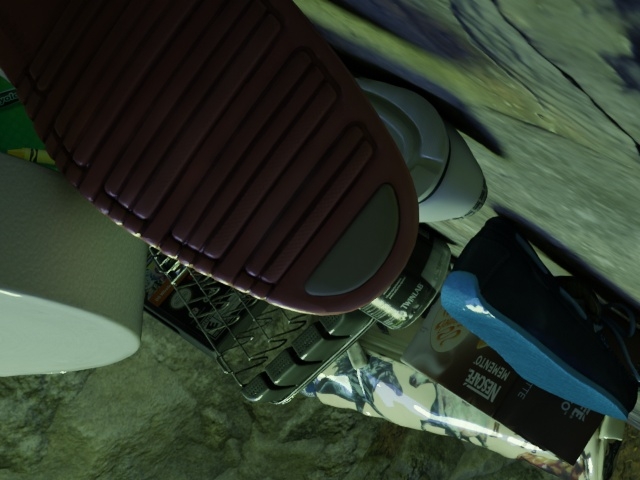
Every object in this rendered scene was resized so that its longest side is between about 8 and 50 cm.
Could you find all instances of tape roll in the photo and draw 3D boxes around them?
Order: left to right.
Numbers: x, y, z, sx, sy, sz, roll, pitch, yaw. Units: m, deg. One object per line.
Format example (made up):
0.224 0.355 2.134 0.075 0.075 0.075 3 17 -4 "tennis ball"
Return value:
-0.290 0.015 0.763 0.392 0.072 0.392 2 166 0 "tape roll"

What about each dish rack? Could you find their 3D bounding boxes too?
-0.079 0.043 1.607 0.271 0.208 0.074 54 -152 15 "dish rack"

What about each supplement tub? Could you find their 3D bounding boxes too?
0.038 0.005 1.489 0.190 0.117 0.117 33 178 -11 "supplement tub"

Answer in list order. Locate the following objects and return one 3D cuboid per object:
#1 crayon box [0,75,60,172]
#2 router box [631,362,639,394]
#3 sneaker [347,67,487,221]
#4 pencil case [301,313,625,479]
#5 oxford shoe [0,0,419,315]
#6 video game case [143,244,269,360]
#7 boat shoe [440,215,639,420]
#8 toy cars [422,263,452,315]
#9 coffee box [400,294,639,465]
-0.194 -0.124 1.126 0.081 0.165 0.278 32 178 -2 "crayon box"
0.323 0.132 1.354 0.122 0.038 0.092 32 178 -3 "router box"
-0.009 -0.072 0.806 0.235 0.090 0.095 33 -172 30 "sneaker"
0.180 0.172 1.629 0.410 0.160 0.183 15 178 24 "pencil case"
-0.100 -0.108 0.717 0.397 0.140 0.146 42 -175 13 "oxford shoe"
-0.140 -0.008 1.773 0.248 0.275 0.035 31 157 25 "video game case"
0.198 0.067 1.078 0.109 0.089 0.258 14 162 38 "boat shoe"
0.163 0.074 1.803 0.176 0.087 0.394 12 164 31 "toy cars"
0.190 0.107 1.305 0.098 0.141 0.246 33 179 -18 "coffee box"
